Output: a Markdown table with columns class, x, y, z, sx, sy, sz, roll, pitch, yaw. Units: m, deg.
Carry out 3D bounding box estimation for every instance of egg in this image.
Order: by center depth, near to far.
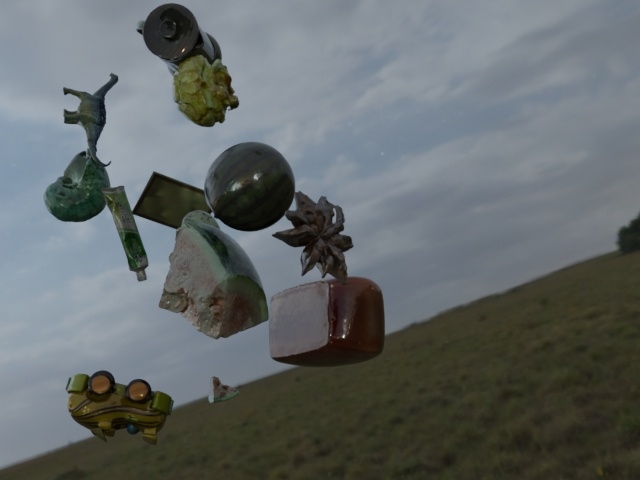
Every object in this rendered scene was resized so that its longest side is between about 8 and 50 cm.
| class | x | y | z | sx | sy | sz | roll | pitch | yaw |
| --- | --- | --- | --- | --- | --- | --- | --- | --- | --- |
| egg | -0.301 | -0.029 | 1.980 | 0.085 | 0.110 | 0.085 | -53 | -11 | -15 |

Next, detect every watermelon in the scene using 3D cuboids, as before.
| class | x | y | z | sx | sy | sz | roll | pitch | yaw |
| --- | --- | --- | --- | --- | --- | --- | --- | --- | --- |
| watermelon | -0.163 | -0.121 | 1.793 | 0.212 | 0.212 | 0.212 | -18 | -9 | -3 |
| watermelon | -0.249 | 0.105 | 1.851 | 0.231 | 0.193 | 0.310 | -49 | -37 | -23 |
| watermelon | -0.311 | 0.464 | 2.428 | 0.101 | 0.080 | 0.155 | -2 | -14 | -25 |

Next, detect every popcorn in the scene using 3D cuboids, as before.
| class | x | y | z | sx | sy | sz | roll | pitch | yaw |
| --- | --- | --- | --- | --- | --- | --- | --- | --- | --- |
| popcorn | -0.363 | -0.459 | 2.397 | 0.184 | 0.221 | 0.204 | -19 | -17 | 24 |

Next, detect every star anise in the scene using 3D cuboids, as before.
| class | x | y | z | sx | sy | sz | roll | pitch | yaw |
| --- | --- | --- | --- | --- | --- | --- | --- | --- | --- |
| star anise | 0.000 | 0.000 | 1.439 | 0.065 | 0.195 | 0.182 | -23 | 14 | 39 |

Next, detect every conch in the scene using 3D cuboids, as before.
| class | x | y | z | sx | sy | sz | roll | pitch | yaw |
| --- | --- | --- | --- | --- | --- | --- | --- | --- | --- |
| conch | -0.677 | -0.130 | 2.166 | 0.202 | 0.196 | 0.134 | -28 | -47 | 12 |

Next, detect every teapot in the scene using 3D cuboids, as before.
| class | x | y | z | sx | sy | sz | roll | pitch | yaw |
| --- | --- | --- | --- | --- | --- | --- | --- | --- | --- |
| teapot | -0.485 | -0.662 | 2.584 | 0.270 | 0.200 | 0.337 | 24 | 0 | 5 |

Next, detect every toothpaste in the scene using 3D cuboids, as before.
| class | x | y | z | sx | sy | sz | roll | pitch | yaw |
| --- | --- | --- | --- | --- | --- | --- | --- | --- | --- |
| toothpaste | -0.478 | -0.017 | 1.933 | 0.047 | 0.248 | 0.078 | -20 | -4 | 34 |

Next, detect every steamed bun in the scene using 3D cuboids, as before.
| class | x | y | z | sx | sy | sz | roll | pitch | yaw |
| --- | --- | --- | --- | --- | --- | --- | --- | --- | --- |
| steamed bun | 0.032 | 0.224 | 2.123 | 0.248 | 0.235 | 0.379 | 10 | -19 | -33 |

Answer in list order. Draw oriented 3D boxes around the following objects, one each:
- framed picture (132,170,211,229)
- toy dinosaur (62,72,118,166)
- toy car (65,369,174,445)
| class | x | y | z | sx | sy | sz | roll | pitch | yaw |
| --- | --- | --- | --- | --- | --- | --- | --- | --- | --- |
| framed picture | -0.452 | -0.112 | 2.438 | 0.231 | 0.010 | 0.173 | 22 | -62 | -28 |
| toy dinosaur | -0.652 | -0.353 | 2.187 | 0.147 | 0.363 | 0.076 | 4 | -38 | -14 |
| toy car | -0.471 | 0.395 | 1.800 | 0.248 | 0.142 | 0.200 | 12 | -23 | -4 |
